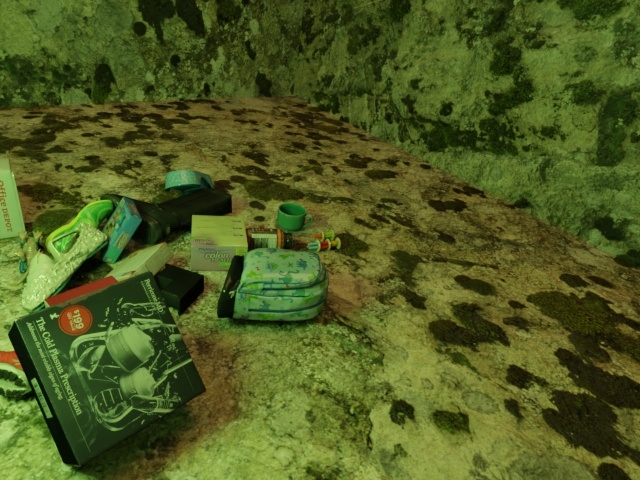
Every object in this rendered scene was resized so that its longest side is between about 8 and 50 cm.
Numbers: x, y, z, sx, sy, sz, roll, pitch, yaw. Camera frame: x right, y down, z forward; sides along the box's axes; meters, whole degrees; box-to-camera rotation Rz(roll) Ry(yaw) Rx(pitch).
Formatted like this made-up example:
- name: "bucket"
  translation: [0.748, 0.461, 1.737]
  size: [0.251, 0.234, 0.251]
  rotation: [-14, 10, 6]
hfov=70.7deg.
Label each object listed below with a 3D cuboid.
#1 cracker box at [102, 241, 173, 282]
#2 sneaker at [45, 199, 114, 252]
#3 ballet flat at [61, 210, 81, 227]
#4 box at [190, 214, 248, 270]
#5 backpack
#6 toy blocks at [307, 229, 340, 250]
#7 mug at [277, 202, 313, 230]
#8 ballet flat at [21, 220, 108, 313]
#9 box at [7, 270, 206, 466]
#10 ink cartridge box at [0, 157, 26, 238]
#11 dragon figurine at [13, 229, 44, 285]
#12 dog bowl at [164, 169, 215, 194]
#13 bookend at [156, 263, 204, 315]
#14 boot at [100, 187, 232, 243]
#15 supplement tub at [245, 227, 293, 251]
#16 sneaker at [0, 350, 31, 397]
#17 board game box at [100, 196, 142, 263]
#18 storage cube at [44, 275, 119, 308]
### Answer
- name: "cracker box"
  translation: [-0.646, 0.103, 1.584]
  size: [0.156, 0.067, 0.232]
  rotation: [-14, 24, 22]
- name: "sneaker"
  translation: [-0.908, -0.039, 1.749]
  size: [0.124, 0.109, 0.295]
  rotation: [34, 58, 5]
- name: "ballet flat"
  translation: [-0.980, -0.087, 1.868]
  size: [0.058, 0.084, 0.250]
  rotation: [44, 26, -12]
- name: "box"
  translation: [-0.412, 0.007, 1.823]
  size: [0.214, 0.117, 0.243]
  rotation: [1, 31, -16]
- name: "backpack"
  translation: [-0.148, 0.155, 1.567]
  size: [0.356, 0.273, 0.290]
  rotation: [19, 23, -9]
- name: "toy blocks"
  translation: [0.000, 0.000, 2.014]
  size: [0.148, 0.054, 0.123]
  rotation: [-6, 35, -24]
- name: "mug"
  translation: [-0.127, -0.097, 2.094]
  size: [0.158, 0.097, 0.130]
  rotation: [33, 37, 32]
- name: "ballet flat"
  translation: [-0.888, 0.073, 1.523]
  size: [0.147, 0.146, 0.408]
  rotation: [12, 35, 3]
- name: "box"
  translation: [-0.510, 0.295, 1.094]
  size: [0.313, 0.179, 0.343]
  rotation: [-24, 87, -43]
- name: "ink cartridge box"
  translation: [-1.324, -0.137, 1.640]
  size: [0.385, 0.279, 0.160]
  rotation: [-11, 36, -32]
- name: "dragon figurine"
  translation: [-1.015, 0.063, 1.585]
  size: [0.085, 0.144, 0.289]
  rotation: [-5, 53, -27]
- name: "dog bowl"
  translation: [-0.615, -0.273, 2.122]
  size: [0.166, 0.074, 0.297]
  rotation: [-10, -1, 12]
- name: "bookend"
  translation: [-0.514, 0.167, 1.573]
  size: [0.156, 0.072, 0.157]
  rotation: [16, 32, 11]
- name: "boot"
  translation: [-0.665, -0.157, 1.989]
  size: [0.367, 0.146, 0.445]
  rotation: [28, 37, 22]
- name: "supplement tub"
  translation: [-0.219, 0.000, 1.903]
  size: [0.198, 0.106, 0.106]
  rotation: [1, 32, -15]
- name: "sneaker"
  translation: [-0.862, 0.334, 1.203]
  size: [0.279, 0.107, 0.118]
  rotation: [19, 14, 9]
- name: "board game box"
  translation: [-0.769, -0.040, 1.718]
  size: [0.047, 0.210, 0.160]
  rotation: [27, 14, -44]
- name: "storage cube"
  translation: [-0.642, 0.246, 1.298]
  size: [0.215, 0.183, 0.193]
  rotation: [32, 38, 32]
